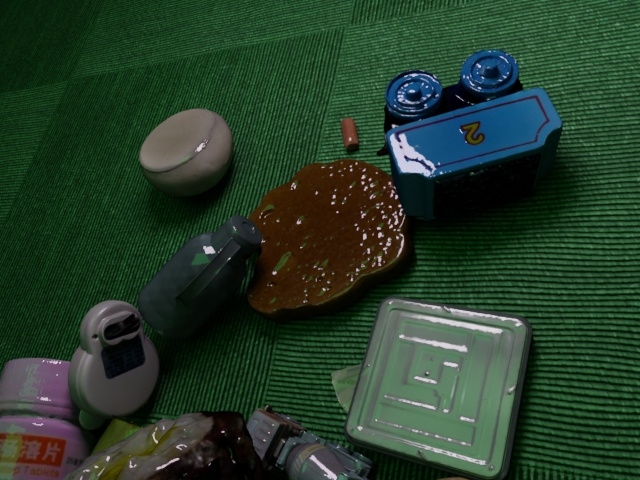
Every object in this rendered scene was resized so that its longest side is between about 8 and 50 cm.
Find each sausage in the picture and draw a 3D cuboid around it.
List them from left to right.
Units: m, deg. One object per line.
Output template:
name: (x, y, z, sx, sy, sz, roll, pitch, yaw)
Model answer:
sausage: (0.064, -0.237, 1.346, 0.034, 0.034, 0.083, -19, 55, 17)

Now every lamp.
lamp: (-0.410, 0.234, 1.188, 0.108, 0.179, 0.246, 9, 107, 35)
lamp: (0.193, 0.234, 0.999, 0.269, 0.047, 0.266, 6, 66, 28)

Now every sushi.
sushi: (-0.208, 0.426, 0.904, 0.299, 0.281, 0.294, -27, 95, -20)

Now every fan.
fan: (0.123, 0.263, 1.053, 0.240, 0.009, 0.131, -1, 65, 26)

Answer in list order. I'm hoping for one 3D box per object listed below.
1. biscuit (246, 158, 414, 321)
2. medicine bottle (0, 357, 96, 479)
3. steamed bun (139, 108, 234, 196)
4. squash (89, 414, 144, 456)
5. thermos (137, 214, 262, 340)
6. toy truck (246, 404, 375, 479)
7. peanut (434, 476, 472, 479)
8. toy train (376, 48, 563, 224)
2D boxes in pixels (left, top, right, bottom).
biscuit: (0.000, 0.000, 1.224, 0.381, 0.074, 0.359, -48, 51, -1)
medicine bottle: (-0.558, 0.439, 1.171, 0.219, 0.219, 0.388, -9, 59, 23)
steamed bun: (-0.306, -0.196, 1.445, 0.232, 0.145, 0.231, -15, 47, 16)
squash: (-0.345, 0.463, 1.070, 0.189, 0.189, 0.260, 9, 63, 31)
thermos: (-0.235, 0.071, 1.196, 0.286, 0.145, 0.182, -44, 9, 25)
toy truck: (-0.024, 0.362, 0.988, 0.257, 0.140, 0.108, 19, 74, 34)
peanut: (0.167, 0.417, 0.872, 0.224, 0.129, 0.129, -20, 56, 14)
toy train: (0.256, -0.185, 1.109, 0.300, 0.188, 0.265, -16, 60, 3)
